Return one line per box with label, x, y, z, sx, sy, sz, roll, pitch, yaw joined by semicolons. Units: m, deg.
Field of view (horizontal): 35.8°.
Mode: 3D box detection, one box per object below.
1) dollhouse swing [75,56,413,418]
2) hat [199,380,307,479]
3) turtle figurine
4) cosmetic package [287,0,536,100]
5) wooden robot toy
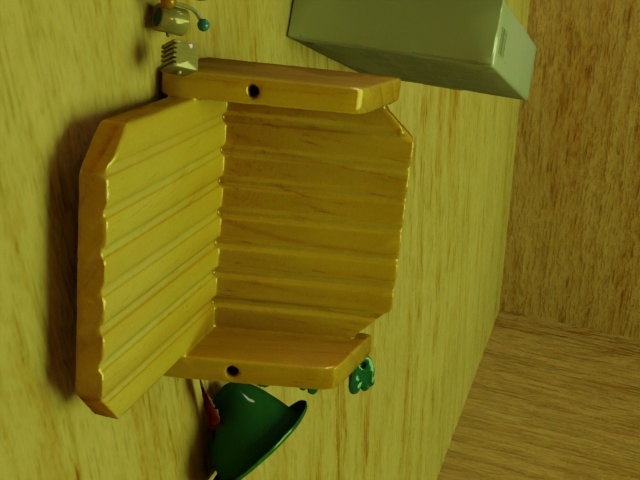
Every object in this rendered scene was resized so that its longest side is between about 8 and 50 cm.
dollhouse swing;-0.061;0.010;1.029;0.305;0.315;0.347;-89;-175;-73
hat;-0.135;0.208;1.317;0.208;0.183;0.173;-39;-175;42
turtle figurine;-0.017;0.163;1.470;0.234;0.175;0.118;-154;-129;-68
cosmetic package;0.151;-0.291;1.460;0.377;0.284;0.097;-4;103;-72
wooden robot toy;-0.152;-0.251;0.959;0.079;0.076;0.173;4;98;-36
